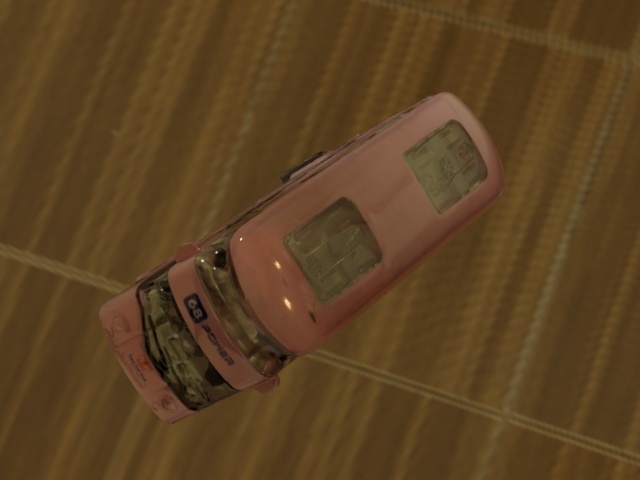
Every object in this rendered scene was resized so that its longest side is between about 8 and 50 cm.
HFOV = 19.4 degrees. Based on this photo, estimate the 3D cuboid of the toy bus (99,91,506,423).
[{"bbox_3d":[0.000,0.000,0.759,0.090,0.203,0.063,-27,96,40],"label":"toy bus"}]
